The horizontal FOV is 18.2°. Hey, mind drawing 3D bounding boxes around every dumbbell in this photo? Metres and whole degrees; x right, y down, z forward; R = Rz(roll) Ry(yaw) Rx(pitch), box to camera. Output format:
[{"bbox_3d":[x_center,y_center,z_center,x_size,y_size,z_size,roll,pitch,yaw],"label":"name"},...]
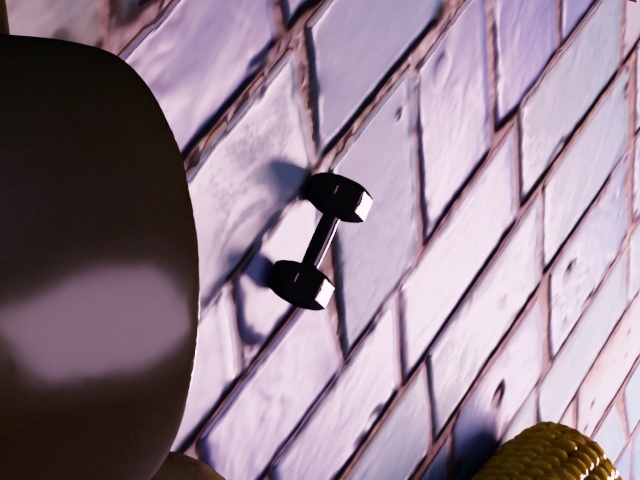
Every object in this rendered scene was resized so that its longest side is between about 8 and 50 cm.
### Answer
[{"bbox_3d":[0.000,0.000,1.206,0.083,0.036,0.040,-66,156,-9],"label":"dumbbell"}]

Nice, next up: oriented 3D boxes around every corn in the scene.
[{"bbox_3d":[0.133,0.267,1.573,0.387,0.144,0.144,-45,146,-48],"label":"corn"}]

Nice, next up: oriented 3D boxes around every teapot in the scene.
[{"bbox_3d":[-0.160,0.003,0.731,0.175,0.185,0.267,-2,80,-34],"label":"teapot"}]

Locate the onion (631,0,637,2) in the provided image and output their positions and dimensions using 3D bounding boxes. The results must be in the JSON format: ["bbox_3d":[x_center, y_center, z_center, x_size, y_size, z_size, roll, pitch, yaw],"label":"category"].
[{"bbox_3d":[0.239,-0.252,1.385,0.177,0.153,0.177,-32,142,-29],"label":"onion"}]

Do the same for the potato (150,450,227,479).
[{"bbox_3d":[-0.125,0.162,1.045,0.100,0.089,0.172,5,137,-45],"label":"potato"}]
